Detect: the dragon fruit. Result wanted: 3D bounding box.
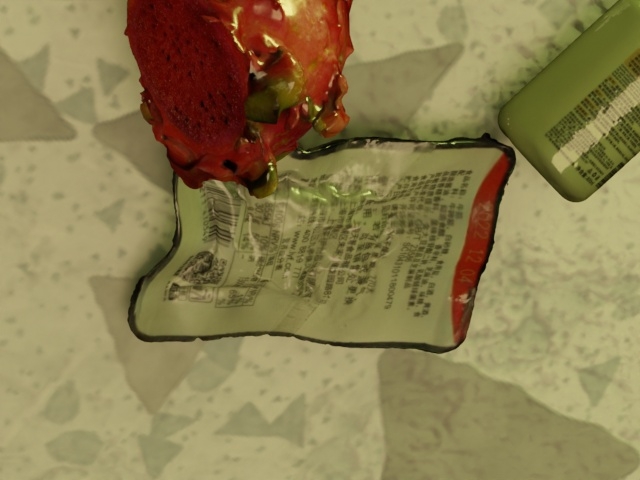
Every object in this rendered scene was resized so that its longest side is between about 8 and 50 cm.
[{"bbox_3d":[-0.034,-0.128,0.973,0.150,0.133,0.207,40,70,-53],"label":"dragon fruit"}]

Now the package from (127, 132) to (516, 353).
[{"bbox_3d":[0.000,0.000,1.106,0.232,0.040,0.166,1,123,-21],"label":"package"}]

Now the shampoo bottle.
[{"bbox_3d":[0.190,-0.102,1.088,0.162,0.079,0.079,-43,122,8],"label":"shampoo bottle"}]
